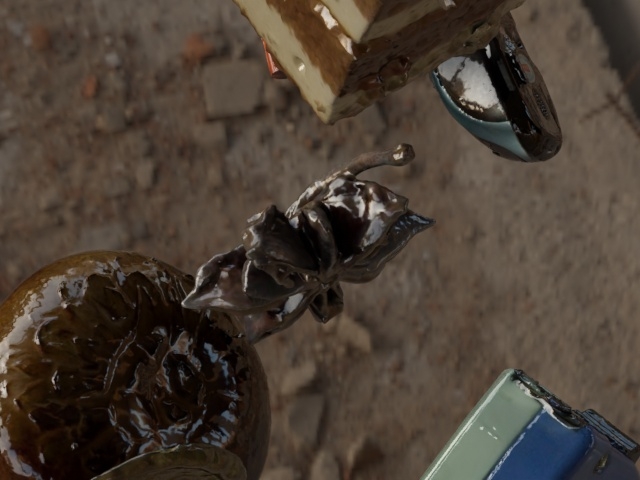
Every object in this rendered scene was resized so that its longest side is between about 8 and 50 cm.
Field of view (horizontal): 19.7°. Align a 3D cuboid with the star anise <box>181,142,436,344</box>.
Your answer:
[{"bbox_3d":[0.000,-0.001,1.505,0.231,0.209,0.089,-41,70,13],"label":"star anise"}]

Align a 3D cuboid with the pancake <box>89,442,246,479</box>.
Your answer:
[{"bbox_3d":[-0.143,0.214,1.368,0.199,0.199,0.021,-24,59,-12],"label":"pancake"}]

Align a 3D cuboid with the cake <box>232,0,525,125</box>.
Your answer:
[{"bbox_3d":[0.057,-0.283,1.478,0.256,0.290,0.282,-30,73,-19],"label":"cake"}]

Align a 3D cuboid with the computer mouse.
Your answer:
[{"bbox_3d":[0.165,-0.177,1.895,0.096,0.137,0.233,-27,80,15],"label":"computer mouse"}]

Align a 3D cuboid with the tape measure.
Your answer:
[{"bbox_3d":[0.085,0.258,1.263,0.098,0.215,0.351,40,93,31],"label":"tape measure"}]

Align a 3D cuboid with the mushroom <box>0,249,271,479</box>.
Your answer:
[{"bbox_3d":[-0.166,0.146,1.560,0.297,0.278,0.163,-4,4,-41],"label":"mushroom"}]

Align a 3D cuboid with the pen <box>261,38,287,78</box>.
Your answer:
[{"bbox_3d":[-0.063,-0.278,1.929,0.028,0.028,0.239,-11,70,-4],"label":"pen"}]
